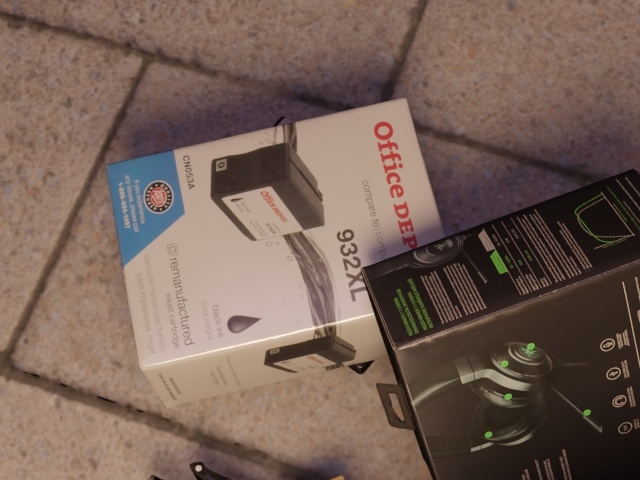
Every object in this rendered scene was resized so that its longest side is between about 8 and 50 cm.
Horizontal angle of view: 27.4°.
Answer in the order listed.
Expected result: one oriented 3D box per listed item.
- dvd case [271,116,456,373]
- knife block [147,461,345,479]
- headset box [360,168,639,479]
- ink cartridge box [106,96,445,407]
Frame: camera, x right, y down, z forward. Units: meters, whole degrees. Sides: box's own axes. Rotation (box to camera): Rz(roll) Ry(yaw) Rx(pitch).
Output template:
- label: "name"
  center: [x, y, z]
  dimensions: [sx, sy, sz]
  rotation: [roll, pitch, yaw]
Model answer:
- label: "dvd case"
  center: [0.000, 0.000, 1.378]
  dimensions: [0.253, 0.022, 0.180]
  rotation: [35, 73, 18]
- label: "knife block"
  center: [-0.060, 0.327, 1.198]
  dimensions: [0.242, 0.088, 0.276]
  rotation: [-23, 66, -5]
- label: "headset box"
  center: [0.192, 0.110, 1.169]
  dimensions: [0.283, 0.246, 0.131]
  rotation: [-21, 33, 0]
- label: "ink cartridge box"
  center: [-0.034, 0.011, 1.293]
  dimensions: [0.307, 0.129, 0.223]
  rotation: [-13, 66, -1]
